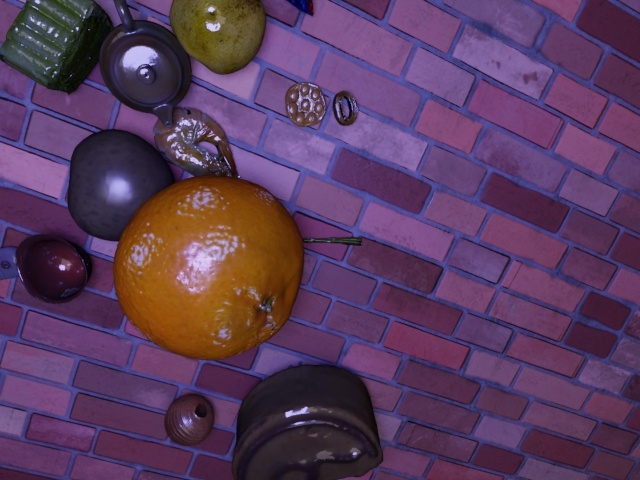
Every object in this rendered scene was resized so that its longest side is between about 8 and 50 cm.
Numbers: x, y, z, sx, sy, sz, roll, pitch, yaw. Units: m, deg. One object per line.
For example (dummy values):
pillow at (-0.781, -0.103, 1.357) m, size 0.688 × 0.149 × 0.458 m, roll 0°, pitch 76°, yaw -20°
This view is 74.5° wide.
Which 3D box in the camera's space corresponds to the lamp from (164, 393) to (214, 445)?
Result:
lamp at (-0.363, 0.496, 1.167) m, size 0.136 × 0.136 × 0.137 m, roll -2°, pitch 105°, yaw -7°

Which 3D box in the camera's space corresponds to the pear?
pear at (-0.213, -0.469, 0.898) m, size 0.197 × 0.197 × 0.198 m, roll -2°, pitch 105°, yaw -7°

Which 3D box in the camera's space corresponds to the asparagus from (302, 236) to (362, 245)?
asparagus at (0.000, 0.000, 1.141) m, size 0.232 × 0.022 × 0.023 m, roll 2°, pitch 149°, yaw -10°

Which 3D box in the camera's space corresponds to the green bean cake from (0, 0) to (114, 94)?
green bean cake at (-0.531, -0.414, 0.866) m, size 0.113 × 0.214 × 0.200 m, roll 34°, pitch 96°, yaw -19°

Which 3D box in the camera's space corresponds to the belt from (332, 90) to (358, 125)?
belt at (0.063, -0.331, 1.054) m, size 0.059 × 0.036 × 0.084 m, roll -16°, pitch 106°, yaw -10°

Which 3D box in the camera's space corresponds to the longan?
longan at (-0.455, -0.126, 0.955) m, size 0.245 × 0.215 × 0.246 m, roll 4°, pitch 78°, yaw -20°

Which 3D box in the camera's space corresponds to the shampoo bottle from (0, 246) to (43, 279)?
shampoo bottle at (-0.778, 0.056, 1.046) m, size 0.165 × 0.040 × 0.080 m, roll -10°, pitch 104°, yaw -4°

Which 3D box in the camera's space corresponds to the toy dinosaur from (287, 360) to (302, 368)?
toy dinosaur at (-0.071, 0.401, 1.225) m, size 0.197 × 0.045 × 0.080 m, roll -22°, pitch 117°, yaw -5°

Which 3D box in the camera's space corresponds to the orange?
orange at (-0.222, 0.066, 0.927) m, size 0.423 × 0.326 × 0.424 m, roll -30°, pitch 139°, yaw -29°

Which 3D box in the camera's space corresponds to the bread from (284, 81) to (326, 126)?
bread at (-0.038, -0.337, 1.044) m, size 0.109 × 0.024 × 0.110 m, roll -2°, pitch 105°, yaw -8°

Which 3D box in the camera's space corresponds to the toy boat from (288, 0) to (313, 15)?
toy boat at (0.018, -0.627, 0.966) m, size 0.317 × 0.072 × 0.219 m, roll 7°, pitch 101°, yaw -19°

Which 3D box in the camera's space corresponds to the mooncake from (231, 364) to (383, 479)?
mooncake at (-0.042, 0.553, 1.162) m, size 0.392 × 0.246 × 0.394 m, roll 22°, pitch 111°, yaw -19°

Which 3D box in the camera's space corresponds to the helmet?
helmet at (-0.639, 0.058, 1.030) m, size 0.155 × 0.106 × 0.175 m, roll -44°, pitch 103°, yaw 3°

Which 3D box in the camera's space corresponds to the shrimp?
shrimp at (-0.278, -0.213, 1.032) m, size 0.267 × 0.061 × 0.145 m, roll 40°, pitch 87°, yaw -13°

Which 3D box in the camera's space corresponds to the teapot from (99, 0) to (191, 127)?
teapot at (-0.371, -0.375, 0.889) m, size 0.185 × 0.175 × 0.268 m, roll -22°, pitch 124°, yaw -11°
